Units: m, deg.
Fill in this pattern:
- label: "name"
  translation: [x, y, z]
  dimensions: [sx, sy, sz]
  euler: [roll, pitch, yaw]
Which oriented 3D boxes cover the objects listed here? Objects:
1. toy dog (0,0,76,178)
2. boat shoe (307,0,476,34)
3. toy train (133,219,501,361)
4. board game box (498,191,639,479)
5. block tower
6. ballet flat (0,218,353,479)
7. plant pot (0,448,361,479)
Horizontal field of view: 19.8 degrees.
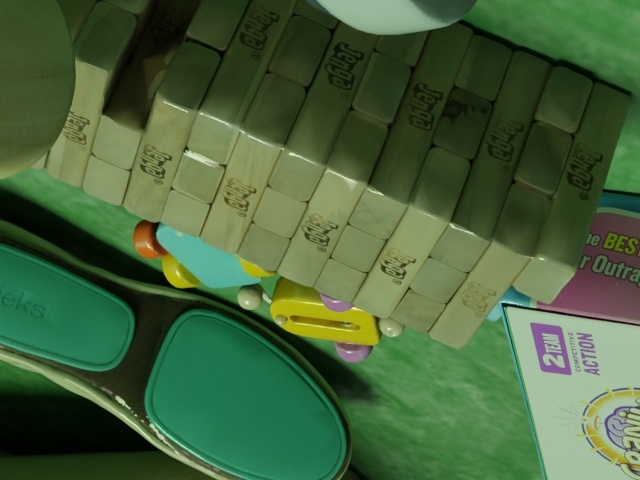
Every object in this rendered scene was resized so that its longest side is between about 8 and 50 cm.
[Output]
- label: "toy dog"
  translation: [-0.244, -0.082, 0.561]
  dimensions: [0.333, 0.161, 0.220]
  euler: [31, 147, -18]
- label: "boat shoe"
  translation: [-0.078, -0.198, 0.483]
  dimensions: [0.156, 0.136, 0.367]
  euler: [-2, 139, 33]
- label: "toy train"
  translation: [0.000, 0.000, 0.838]
  dimensions: [0.166, 0.046, 0.125]
  euler: [22, 148, -7]
- label: "board game box"
  translation: [0.251, 0.089, 0.802]
  dimensions: [0.316, 0.064, 0.242]
  euler: [9, 147, 20]
- label: "block tower"
  translation: [-0.056, -0.068, 0.718]
  dimensions: [0.335, 0.091, 0.097]
  euler: [23, 150, -2]
- label: "ballet flat"
  translation: [-0.097, 0.058, 0.967]
  dimensions: [0.248, 0.086, 0.086]
  euler: [31, 148, -13]
- label: "plant pot"
  translation: [-0.119, 0.252, 1.082]
  dimensions: [0.305, 0.334, 0.334]
  euler: [-14, 136, 28]
